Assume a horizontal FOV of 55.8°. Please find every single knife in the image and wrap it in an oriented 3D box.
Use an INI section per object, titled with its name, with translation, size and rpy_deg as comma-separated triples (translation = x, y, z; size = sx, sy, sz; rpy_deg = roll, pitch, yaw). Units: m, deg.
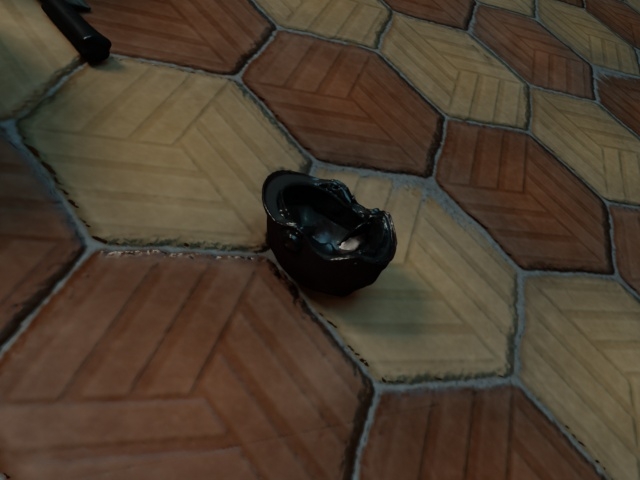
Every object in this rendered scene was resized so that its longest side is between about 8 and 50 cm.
[knife]
translation = -0.285, -0.265, 0.644
size = 0.230, 0.028, 0.060
rpy_deg = 46, 33, 20

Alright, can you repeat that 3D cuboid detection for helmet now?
[helmet]
translation = 0.000, 0.000, 0.514
size = 0.123, 0.070, 0.098
rpy_deg = 28, 37, 8
